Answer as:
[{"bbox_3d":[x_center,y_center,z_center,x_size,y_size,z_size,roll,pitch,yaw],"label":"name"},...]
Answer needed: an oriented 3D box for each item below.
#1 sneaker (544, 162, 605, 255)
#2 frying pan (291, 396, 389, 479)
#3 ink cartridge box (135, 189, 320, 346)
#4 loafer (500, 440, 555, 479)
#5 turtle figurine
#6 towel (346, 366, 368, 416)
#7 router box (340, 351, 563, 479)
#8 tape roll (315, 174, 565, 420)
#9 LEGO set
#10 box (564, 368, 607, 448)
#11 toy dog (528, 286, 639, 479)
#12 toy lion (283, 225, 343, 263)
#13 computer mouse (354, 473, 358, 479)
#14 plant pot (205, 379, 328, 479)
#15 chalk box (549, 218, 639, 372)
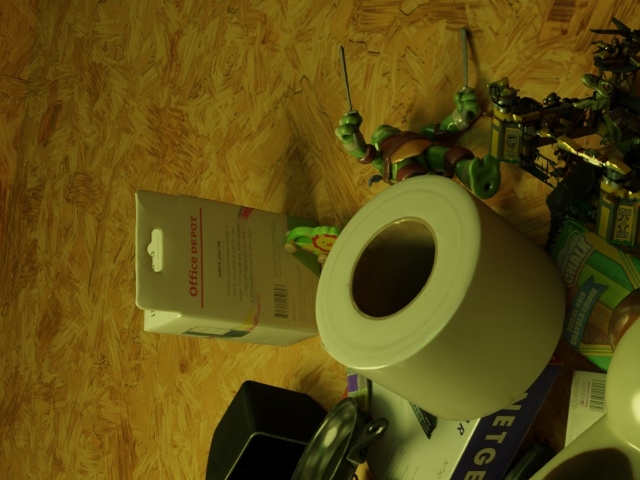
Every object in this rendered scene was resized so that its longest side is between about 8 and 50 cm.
[{"bbox_3d":[0.321,-0.028,1.446,0.170,0.051,0.089,-56,42,21],"label":"sneaker"},{"bbox_3d":[0.039,0.273,1.518,0.326,0.053,0.197,-51,13,39],"label":"frying pan"},{"bbox_3d":[-0.172,0.050,1.825,0.119,0.353,0.207,-23,63,48],"label":"ink cartridge box"},{"bbox_3d":[0.243,0.319,1.452,0.170,0.062,0.061,-59,37,23],"label":"loafer"},{"bbox_3d":[0.135,-0.163,1.596,0.266,0.197,0.275,51,124,54],"label":"turtle figurine"},{"bbox_3d":[0.053,0.212,1.613,0.060,0.009,0.083,154,119,-63],"label":"towel"},{"bbox_3d":[0.159,0.194,1.502,0.301,0.082,0.336,-119,42,-51],"label":"router box"},{"bbox_3d":[0.137,0.067,1.298,0.246,0.169,0.246,-29,44,32],"label":"tape roll"},{"bbox_3d":[0.345,-0.158,1.269,0.331,0.254,0.192,-121,25,-56],"label":"LEGO set"},{"bbox_3d":[0.328,0.318,1.335,0.067,0.063,0.324,-1,81,54],"label":"box"},{"bbox_3d":[0.319,0.245,1.107,0.408,0.395,0.284,-60,25,4],"label":"toy dog"},{"bbox_3d":[0.000,0.000,1.827,0.096,0.100,0.034,135,149,-58],"label":"toy lion"},{"bbox_3d":[0.051,0.409,1.560,0.272,0.072,0.189,121,136,-72],"label":"computer mouse"},{"bbox_3d":[-0.077,0.334,1.789,0.187,0.188,0.167,-59,28,25],"label":"plant pot"},{"bbox_3d":[0.344,0.062,1.320,0.213,0.132,0.132,37,112,50],"label":"chalk box"}]
